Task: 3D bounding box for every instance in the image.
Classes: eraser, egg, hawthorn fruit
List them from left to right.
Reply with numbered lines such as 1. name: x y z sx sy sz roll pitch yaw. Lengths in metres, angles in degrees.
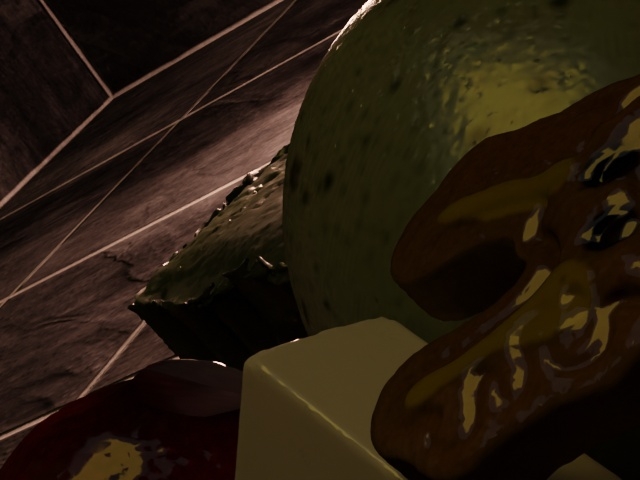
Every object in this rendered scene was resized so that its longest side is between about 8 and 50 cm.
1. hawthorn fruit: -0.054 0.195 0.899 0.210 0.230 0.266 -5 66 17
2. eraser: 0.082 0.130 0.710 0.076 0.078 0.298 -14 32 -33
3. egg: 0.129 -0.005 0.936 0.288 0.287 0.379 -36 26 -3

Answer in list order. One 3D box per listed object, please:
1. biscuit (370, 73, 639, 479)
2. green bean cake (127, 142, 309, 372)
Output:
1. biscuit: 0.135 -0.019 0.659 0.295 0.044 0.186 -31 34 29
2. green bean cake: 0.000 0.000 1.559 0.241 0.132 0.255 -21 21 47
